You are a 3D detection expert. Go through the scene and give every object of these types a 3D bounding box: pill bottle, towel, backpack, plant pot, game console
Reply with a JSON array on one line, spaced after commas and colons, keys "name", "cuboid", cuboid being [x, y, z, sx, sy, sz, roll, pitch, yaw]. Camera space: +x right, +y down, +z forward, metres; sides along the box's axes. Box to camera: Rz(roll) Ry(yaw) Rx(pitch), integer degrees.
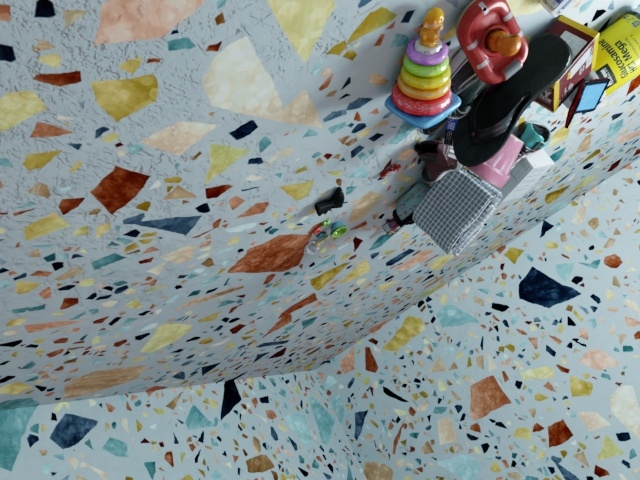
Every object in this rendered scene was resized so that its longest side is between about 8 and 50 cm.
[{"name": "pill bottle", "cuboid": [0.654, -0.668, 1.460, 0.067, 0.067, 0.120, -3, 147, -44]}, {"name": "pill bottle", "cuboid": [0.941, -0.585, 1.797, 0.334, 0.187, 0.188, -36, 156, 17]}, {"name": "towel", "cuboid": [0.495, -0.119, 2.008, 0.121, 0.235, 0.283, 16, 115, -43]}, {"name": "backpack", "cuboid": [0.385, -0.144, 2.194, 0.152, 0.115, 0.182, -18, 158, -52]}, {"name": "plant pot", "cuboid": [0.648, -0.324, 2.036, 0.201, 0.201, 0.180, 4, 126, -51]}, {"name": "game console", "cuboid": [0.851, -0.436, 1.741, 0.144, 0.085, 0.124, 85, 26, -56]}]

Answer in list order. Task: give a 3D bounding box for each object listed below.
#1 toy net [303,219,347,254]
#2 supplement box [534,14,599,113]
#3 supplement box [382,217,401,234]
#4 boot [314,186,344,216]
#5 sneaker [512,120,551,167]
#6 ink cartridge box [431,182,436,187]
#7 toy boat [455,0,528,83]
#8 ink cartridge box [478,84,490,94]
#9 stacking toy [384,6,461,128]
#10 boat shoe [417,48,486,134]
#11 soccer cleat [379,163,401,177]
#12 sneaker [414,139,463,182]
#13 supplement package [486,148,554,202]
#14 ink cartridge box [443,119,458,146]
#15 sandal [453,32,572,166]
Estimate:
[{"name": "toy net", "cuboid": [0.000, 0.000, 2.156, 0.122, 0.045, 0.232, -2, 146, -47]}, {"name": "supplement box", "cuboid": [0.727, -0.535, 1.673, 0.194, 0.129, 0.191, -50, 154, 5]}, {"name": "supplement box", "cuboid": [0.320, -0.066, 2.376, 0.083, 0.043, 0.055, -37, 157, 21]}, {"name": "boot", "cuboid": [0.030, -0.135, 1.916, 0.099, 0.045, 0.121, -19, 156, -12]}, {"name": "sneaker", "cuboid": [0.792, -0.373, 2.149, 0.296, 0.123, 0.178, -31, 163, -14]}, {"name": "ink cartridge box", "cuboid": [0.529, -0.181, 2.229, 0.087, 0.153, 0.208, -17, 154, -22]}, {"name": "toy boat", "cuboid": [0.451, -0.507, 1.384, 0.151, 0.151, 0.231, -40, 119, 5]}, {"name": "ink cartridge box", "cuboid": [0.536, -0.500, 1.693, 0.135, 0.056, 0.099, -8, 150, -39]}, {"name": "stacking toy", "cuboid": [0.271, -0.457, 1.403, 0.175, 0.166, 0.301, -36, 150, -21]}, {"name": "boat shoe", "cuboid": [0.391, -0.418, 1.624, 0.121, 0.119, 0.335, -15, 154, -27]}, {"name": "soccer cleat", "cuboid": [0.250, -0.247, 1.946, 0.083, 0.029, 0.036, -30, 166, 13]}, {"name": "sneaker", "cuboid": [0.389, -0.295, 1.936, 0.163, 0.106, 0.281, 18, 166, -13]}, {"name": "supplement package", "cuboid": [0.863, -0.296, 2.373, 0.134, 0.139, 0.244, -13, 153, -28]}, {"name": "ink cartridge box", "cuboid": [0.469, -0.378, 1.828, 0.097, 0.046, 0.207, 10, 160, 12]}, {"name": "sandal", "cuboid": [0.530, -0.410, 1.605, 0.107, 0.167, 0.445, -10, 143, -50]}]
